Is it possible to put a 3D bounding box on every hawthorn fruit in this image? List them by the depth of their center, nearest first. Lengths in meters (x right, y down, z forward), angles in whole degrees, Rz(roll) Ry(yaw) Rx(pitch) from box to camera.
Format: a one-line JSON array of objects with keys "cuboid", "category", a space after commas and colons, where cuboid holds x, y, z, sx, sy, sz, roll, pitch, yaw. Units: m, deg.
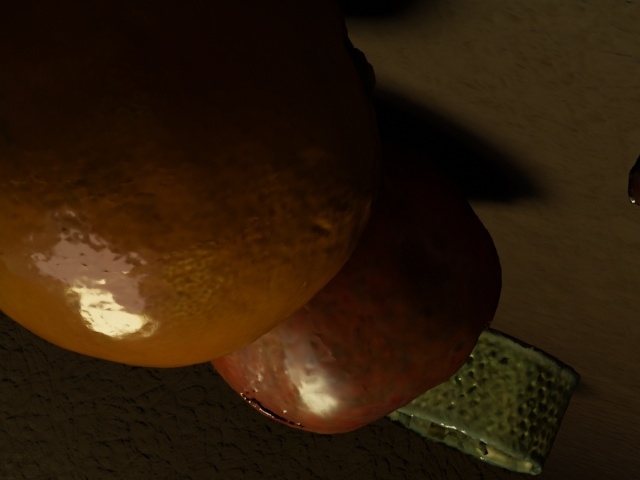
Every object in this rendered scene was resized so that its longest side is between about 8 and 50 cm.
[{"cuboid": [0.000, 0.000, 1.204, 0.276, 0.276, 0.307, 9, 133, 50], "category": "hawthorn fruit"}]

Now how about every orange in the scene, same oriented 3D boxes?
[{"cuboid": [-0.106, -0.070, 0.904, 0.312, 0.312, 0.312, 22, 168, 5], "category": "orange"}]

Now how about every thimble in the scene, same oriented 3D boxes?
[{"cuboid": [0.221, 0.222, 1.972, 0.271, 0.150, 0.271, 22, 168, 5], "category": "thimble"}]

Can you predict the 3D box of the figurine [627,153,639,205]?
[{"cuboid": [0.373, 0.015, 0.806, 0.365, 0.206, 0.218, 45, 163, 44], "category": "figurine"}]
